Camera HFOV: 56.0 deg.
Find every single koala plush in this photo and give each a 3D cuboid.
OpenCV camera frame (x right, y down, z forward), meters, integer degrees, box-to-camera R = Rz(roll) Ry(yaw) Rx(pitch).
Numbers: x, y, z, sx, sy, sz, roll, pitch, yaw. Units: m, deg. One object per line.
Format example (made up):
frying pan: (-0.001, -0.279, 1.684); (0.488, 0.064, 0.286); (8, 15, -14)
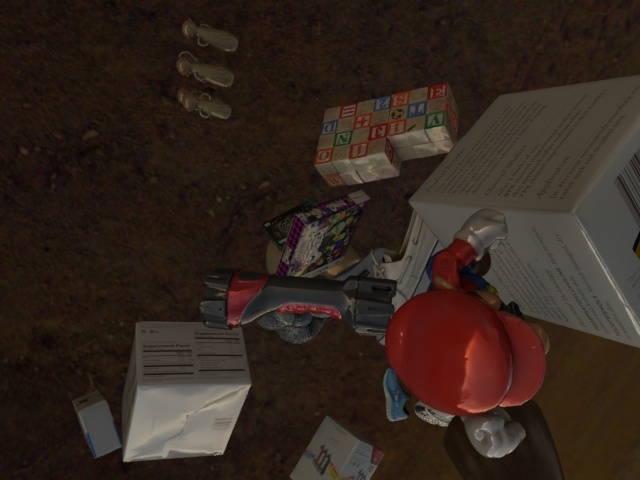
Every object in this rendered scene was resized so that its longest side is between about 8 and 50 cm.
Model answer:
koala plush: (-0.104, 0.189, 1.637); (0.221, 0.196, 0.203); (5, 89, -59)

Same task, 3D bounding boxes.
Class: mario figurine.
mario figurine: (0.181, 0.091, 0.642); (0.170, 0.198, 0.320); (-40, 180, 15)

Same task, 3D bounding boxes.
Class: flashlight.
flashlight: (-0.035, 0.105, 0.964); (0.103, 0.304, 0.103); (75, 23, -69)

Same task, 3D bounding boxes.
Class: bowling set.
bowling set: (-0.333, -0.426, 1.640); (0.154, 0.200, 0.286); (12, 65, -24)

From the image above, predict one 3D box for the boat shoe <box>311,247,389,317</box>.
boat shoe: (0.081, 0.114, 1.606); (0.267, 0.096, 0.088); (-40, 171, -6)

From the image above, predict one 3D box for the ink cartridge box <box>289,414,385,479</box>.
ink cartridge box: (0.041, 0.546, 1.466); (0.128, 0.127, 0.176); (39, 80, -43)

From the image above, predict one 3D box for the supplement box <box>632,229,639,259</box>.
supplement box: (0.476, 0.001, 0.593); (0.356, 0.194, 0.195); (-44, 149, -67)

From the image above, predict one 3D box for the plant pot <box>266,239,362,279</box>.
plant pot: (0.008, 0.073, 1.945); (0.257, 0.274, 0.256); (-23, 125, -37)

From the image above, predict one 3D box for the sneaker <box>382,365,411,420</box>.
sneaker: (0.221, 0.427, 1.700); (0.063, 0.073, 0.162); (-15, 97, -70)

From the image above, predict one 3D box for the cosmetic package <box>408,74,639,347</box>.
cosmetic package: (0.454, -0.064, 1.106); (0.329, 0.394, 0.327); (-48, 115, -14)

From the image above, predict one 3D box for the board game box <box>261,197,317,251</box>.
board game box: (-0.073, -0.050, 1.869); (0.186, 0.126, 0.026); (-29, 139, -13)

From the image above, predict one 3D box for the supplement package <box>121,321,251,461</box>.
supplement package: (-0.269, 0.295, 1.173); (0.204, 0.145, 0.261); (4, 133, -22)

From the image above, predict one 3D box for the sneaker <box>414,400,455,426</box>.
sneaker: (0.334, 0.340, 1.399); (0.235, 0.153, 0.094); (-9, 139, 12)

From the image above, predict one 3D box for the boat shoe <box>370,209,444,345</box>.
boat shoe: (0.181, 0.064, 1.412); (0.157, 0.136, 0.367); (24, 101, -5)

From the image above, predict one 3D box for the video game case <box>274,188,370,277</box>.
video game case: (0.000, 0.000, 1.425); (0.210, 0.042, 0.232); (-23, 147, -39)

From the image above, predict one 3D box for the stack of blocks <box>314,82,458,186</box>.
stack of blocks: (0.147, -0.231, 1.340); (0.087, 0.297, 0.171); (50, 41, -47)

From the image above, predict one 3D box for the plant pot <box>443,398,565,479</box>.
plant pot: (0.375, 0.452, 1.154); (0.216, 0.230, 0.215); (-4, 119, -7)

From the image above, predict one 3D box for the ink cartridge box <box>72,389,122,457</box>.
ink cartridge box: (-0.630, 0.512, 1.693); (0.082, 0.191, 0.139); (-20, 95, -28)
